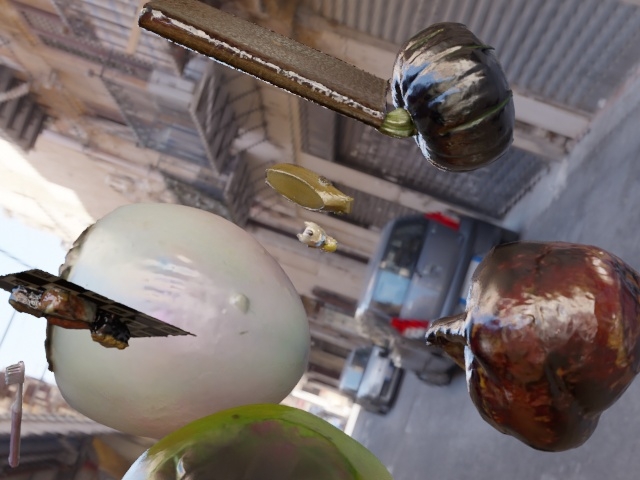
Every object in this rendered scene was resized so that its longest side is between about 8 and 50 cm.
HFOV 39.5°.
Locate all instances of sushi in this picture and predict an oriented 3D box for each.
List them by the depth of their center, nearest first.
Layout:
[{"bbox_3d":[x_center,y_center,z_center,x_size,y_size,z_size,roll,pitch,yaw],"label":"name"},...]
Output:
[{"bbox_3d":[-0.247,0.085,0.939,0.139,0.201,0.031,-10,60,45],"label":"sushi"}]

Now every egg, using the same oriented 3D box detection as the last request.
[{"bbox_3d":[-0.176,0.133,1.347,0.354,0.340,0.354,11,-90,-73],"label":"egg"}]

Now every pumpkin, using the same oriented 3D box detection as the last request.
[{"bbox_3d":[0.234,-0.255,1.730,0.296,0.296,0.296,19,-90,-87],"label":"pumpkin"}]

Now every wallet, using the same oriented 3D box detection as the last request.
[{"bbox_3d":[-0.048,-0.177,0.873,0.133,0.243,0.039,-79,12,-68],"label":"wallet"}]

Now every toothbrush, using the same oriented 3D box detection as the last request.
[{"bbox_3d":[-0.534,0.309,1.551,0.024,0.029,0.354,62,148,30],"label":"toothbrush"}]

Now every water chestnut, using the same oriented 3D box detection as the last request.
[{"bbox_3d":[0.282,0.116,1.136,0.289,0.244,0.289,-51,-12,-15],"label":"water chestnut"}]

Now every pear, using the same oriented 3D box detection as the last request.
[{"bbox_3d":[-0.087,0.332,1.002,0.165,0.399,0.399,84,-159,-47],"label":"pear"}]

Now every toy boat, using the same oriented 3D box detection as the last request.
[{"bbox_3d":[-0.014,-0.072,1.200,0.049,0.149,0.047,-18,-56,-39],"label":"toy boat"}]

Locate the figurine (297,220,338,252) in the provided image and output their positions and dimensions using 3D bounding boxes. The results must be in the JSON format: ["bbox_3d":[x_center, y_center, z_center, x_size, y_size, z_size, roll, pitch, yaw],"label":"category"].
[{"bbox_3d":[0.000,0.000,1.693,0.047,0.083,0.050,-61,28,3],"label":"figurine"}]
